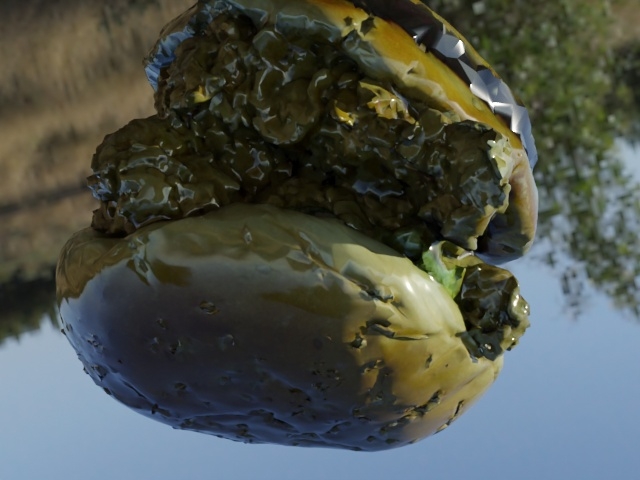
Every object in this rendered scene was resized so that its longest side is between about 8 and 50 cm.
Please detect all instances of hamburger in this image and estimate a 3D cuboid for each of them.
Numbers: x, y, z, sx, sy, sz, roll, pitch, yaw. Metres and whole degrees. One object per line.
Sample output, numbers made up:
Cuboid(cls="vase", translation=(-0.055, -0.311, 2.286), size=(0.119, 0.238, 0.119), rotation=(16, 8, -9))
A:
Cuboid(cls="hamburger", translation=(0.000, 0.000, 0.476), size=(0.185, 0.159, 0.131), rotation=(-25, -142, 53))
